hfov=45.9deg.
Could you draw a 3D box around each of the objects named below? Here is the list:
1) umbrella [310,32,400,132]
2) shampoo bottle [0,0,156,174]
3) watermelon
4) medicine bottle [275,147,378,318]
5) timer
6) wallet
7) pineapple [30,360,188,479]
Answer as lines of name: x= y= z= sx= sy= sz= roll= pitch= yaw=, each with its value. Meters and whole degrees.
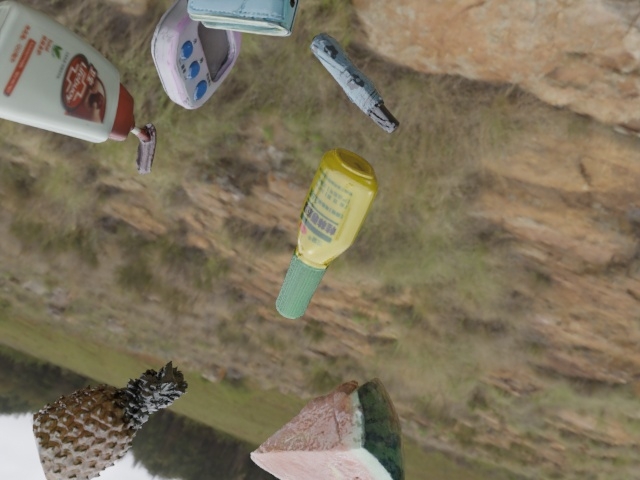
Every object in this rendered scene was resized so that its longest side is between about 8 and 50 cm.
umbrella: x=0.072 y=-0.319 z=1.532 sx=0.250 sy=0.053 sz=0.052 roll=49 pitch=133 yaw=3
shampoo bottle: x=-0.324 y=-0.186 z=1.009 sx=0.071 sy=0.153 sz=0.284 roll=9 pitch=166 yaw=41
watermelon: x=0.049 y=0.421 z=1.432 sx=0.250 sy=0.292 sz=0.283 roll=52 pitch=173 yaw=30
medicine bottle: x=0.000 y=0.000 z=1.047 sx=0.064 sy=0.261 sz=0.095 roll=-15 pitch=-132 yaw=-46
timer: x=-0.214 y=-0.344 z=1.324 sx=0.069 sy=0.191 sz=0.208 roll=26 pitch=157 yaw=17
wallet: x=-0.093 y=-0.431 z=1.105 sx=0.176 sy=0.251 sz=0.075 roll=12 pitch=179 yaw=25
pineapple: x=-0.469 y=0.404 z=1.710 sx=0.202 sy=0.362 sz=0.202 roll=60 pitch=170 yaw=18
